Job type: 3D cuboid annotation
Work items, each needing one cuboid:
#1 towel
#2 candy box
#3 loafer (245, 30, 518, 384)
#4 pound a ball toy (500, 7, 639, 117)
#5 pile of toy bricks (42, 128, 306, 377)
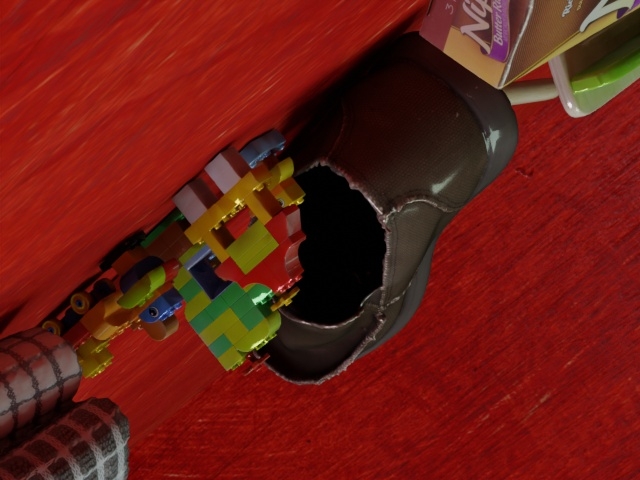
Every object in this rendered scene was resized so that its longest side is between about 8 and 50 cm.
[{"bbox_3d":[-0.255,0.186,1.021,0.235,0.121,0.284,-34,174,-43],"label":"towel"},{"bbox_3d":[0.130,-0.151,0.822,0.187,0.053,0.109,-30,149,-40],"label":"candy box"},{"bbox_3d":[0.000,0.000,1.188,0.130,0.134,0.366,-41,168,-30],"label":"loafer"},{"bbox_3d":[0.215,-0.177,1.315,0.208,0.135,0.319,-11,-168,31],"label":"pound a ball toy"},{"bbox_3d":[-0.064,0.033,1.095,0.212,0.105,0.118,-41,176,33],"label":"pile of toy bricks"}]
